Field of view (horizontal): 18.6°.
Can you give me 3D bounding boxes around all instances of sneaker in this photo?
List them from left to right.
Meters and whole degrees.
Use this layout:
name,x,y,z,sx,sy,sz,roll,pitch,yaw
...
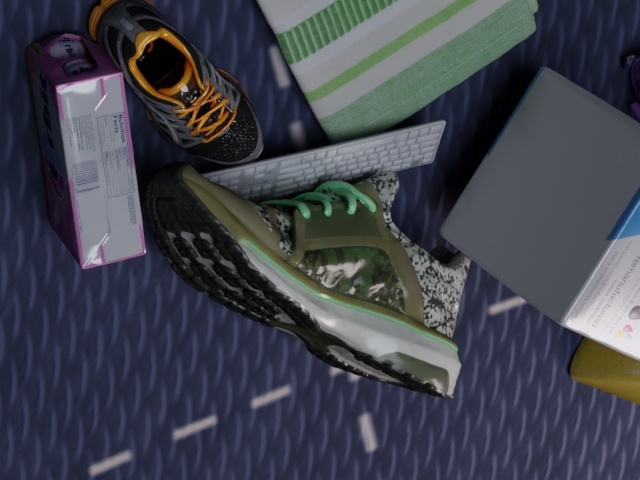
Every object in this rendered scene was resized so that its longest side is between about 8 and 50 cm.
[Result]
name,x,y,z,sx,sy,sz,roll,pitch,yaw
sneaker,-0.124,-0.134,1.766,0.084,0.083,0.215,-48,125,0
sneaker,0.000,0.000,1.871,0.410,0.158,0.182,34,71,-40

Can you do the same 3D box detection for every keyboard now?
name,x,y,z,sx,sy,sz,roll,pitch,yaw
keyboard,-0.003,-0.069,1.868,0.256,0.014,0.072,-14,157,-17

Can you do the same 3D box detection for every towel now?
name,x,y,z,sx,sy,sz,roll,pitch,yaw
towel,0.052,-0.266,1.815,0.248,0.038,0.324,-33,125,-6

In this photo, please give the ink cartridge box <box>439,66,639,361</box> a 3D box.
name,x,y,z,sx,sy,sz,roll,pitch,yaw
ink cartridge box,0.304,-0.008,1.928,0.270,0.197,0.198,23,102,-44

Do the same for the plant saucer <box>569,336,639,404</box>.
name,x,y,z,sx,sy,sz,roll,pitch,yaw
plant saucer,0.486,0.071,2.148,0.333,0.081,0.332,22,103,-32

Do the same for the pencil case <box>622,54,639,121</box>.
name,x,y,z,sx,sy,sz,roll,pitch,yaw
pencil case,0.417,-0.174,1.999,0.206,0.086,0.088,-17,154,-15

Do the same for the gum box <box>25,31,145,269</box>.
name,x,y,z,sx,sy,sz,roll,pitch,yaw
gum box,-0.210,-0.084,1.734,0.062,0.107,0.188,-14,119,-19
